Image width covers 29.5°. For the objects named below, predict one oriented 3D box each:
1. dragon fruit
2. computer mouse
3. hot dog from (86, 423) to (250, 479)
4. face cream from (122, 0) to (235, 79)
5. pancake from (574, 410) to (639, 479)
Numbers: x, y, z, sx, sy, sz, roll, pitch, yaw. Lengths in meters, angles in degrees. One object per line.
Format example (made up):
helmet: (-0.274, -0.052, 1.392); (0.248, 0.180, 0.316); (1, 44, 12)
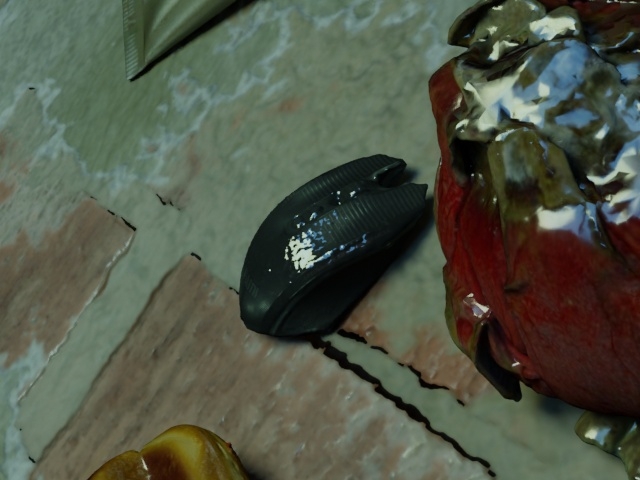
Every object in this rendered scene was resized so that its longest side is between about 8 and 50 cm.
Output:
dragon fruit: (0.124, -0.044, 0.533); (0.218, 0.148, 0.223); (18, 71, 48)
computer mouse: (0.000, 0.000, 0.693); (0.135, 0.047, 0.079); (-40, 47, 10)
hot dog: (-0.051, 0.203, 0.597); (0.104, 0.076, 0.250); (-29, 50, -3)
face cream: (-0.025, -0.243, 0.846); (0.341, 0.084, 0.137); (-26, 60, 34)
pancake: (0.188, 0.105, 0.496); (0.190, 0.020, 0.184); (1, 66, 39)
